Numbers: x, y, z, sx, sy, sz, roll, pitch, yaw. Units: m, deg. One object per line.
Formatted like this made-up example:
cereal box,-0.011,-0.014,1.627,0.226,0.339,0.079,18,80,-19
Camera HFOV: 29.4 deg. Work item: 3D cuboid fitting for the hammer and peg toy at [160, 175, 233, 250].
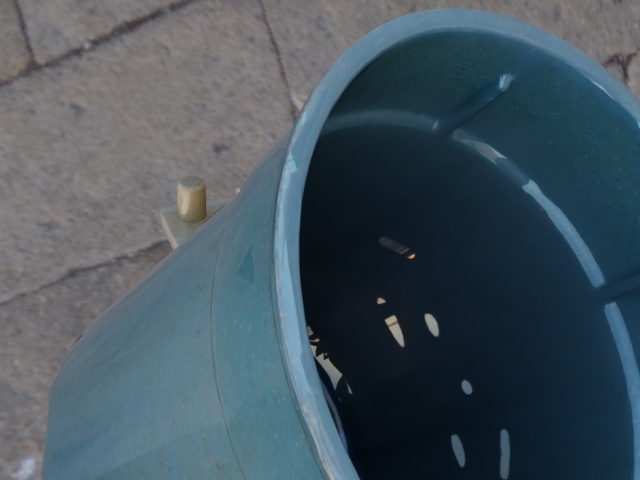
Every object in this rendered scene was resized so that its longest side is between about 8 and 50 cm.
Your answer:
hammer and peg toy,0.000,0.000,1.527,0.361,0.266,0.127,-9,122,-19

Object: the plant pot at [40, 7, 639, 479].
plant pot,0.022,0.094,0.702,0.334,0.341,0.341,-28,73,47
